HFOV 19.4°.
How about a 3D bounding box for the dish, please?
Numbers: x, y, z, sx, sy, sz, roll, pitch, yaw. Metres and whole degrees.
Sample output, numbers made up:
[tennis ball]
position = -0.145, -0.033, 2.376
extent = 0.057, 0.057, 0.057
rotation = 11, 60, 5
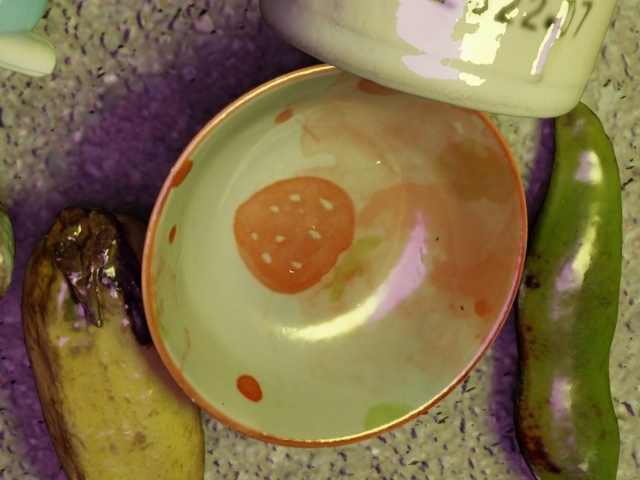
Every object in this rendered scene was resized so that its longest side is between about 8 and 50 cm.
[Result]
[dish]
position = 0.000, 0.000, 1.213
extent = 0.260, 0.085, 0.260
rotation = -7, 111, -19

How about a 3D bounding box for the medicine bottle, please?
[medicine bottle]
position = 0.108, -0.275, 1.085
extent = 0.211, 0.211, 0.371
rotation = 14, 106, -9

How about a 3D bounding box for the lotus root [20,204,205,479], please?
[lotus root]
position = -0.136, 0.089, 1.242
extent = 0.110, 0.097, 0.258
rotation = -8, 114, -3

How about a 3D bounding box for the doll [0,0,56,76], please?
[doll]
position = -0.223, -0.139, 1.094
extent = 0.098, 0.241, 0.135
rotation = -7, 120, 15

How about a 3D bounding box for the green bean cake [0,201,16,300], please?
[green bean cake]
position = -0.324, -0.013, 1.191
extent = 0.232, 0.097, 0.198
rotation = -27, 109, 4

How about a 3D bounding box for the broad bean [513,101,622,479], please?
[broad bean]
position = 0.169, 0.072, 1.277
extent = 0.077, 0.061, 0.339
rotation = -6, 109, -11
